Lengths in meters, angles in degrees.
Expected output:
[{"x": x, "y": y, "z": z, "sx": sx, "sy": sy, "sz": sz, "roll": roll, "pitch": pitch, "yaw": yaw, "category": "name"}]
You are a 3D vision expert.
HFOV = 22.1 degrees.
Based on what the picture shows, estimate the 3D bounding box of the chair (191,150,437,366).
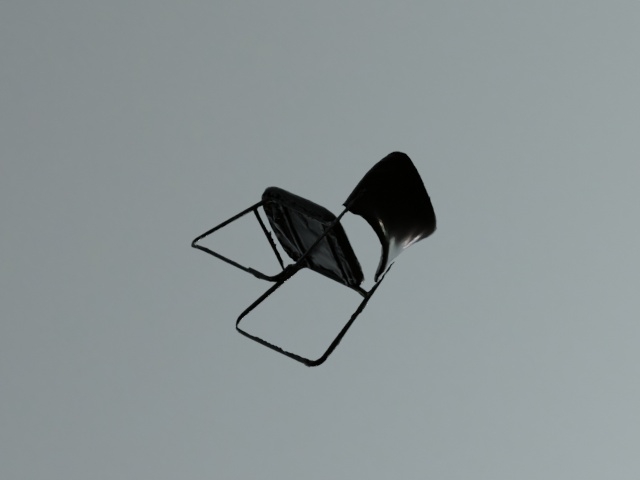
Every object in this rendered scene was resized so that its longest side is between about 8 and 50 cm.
[{"x": 0.000, "y": 0.000, "z": 1.766, "sx": 0.221, "sy": 0.145, "sz": 0.140, "roll": -44, "pitch": -47, "yaw": -22, "category": "chair"}]
